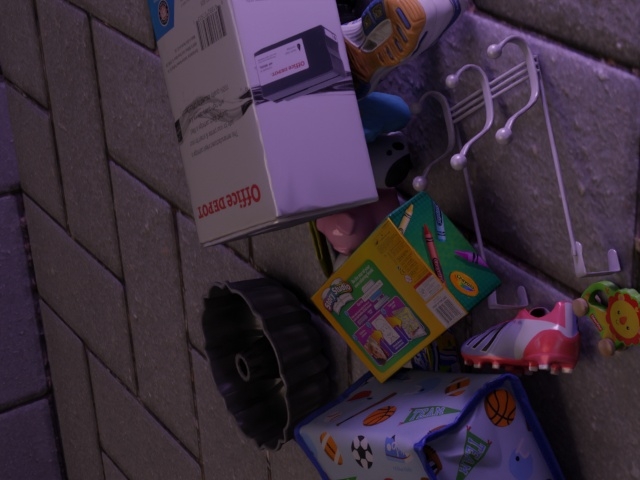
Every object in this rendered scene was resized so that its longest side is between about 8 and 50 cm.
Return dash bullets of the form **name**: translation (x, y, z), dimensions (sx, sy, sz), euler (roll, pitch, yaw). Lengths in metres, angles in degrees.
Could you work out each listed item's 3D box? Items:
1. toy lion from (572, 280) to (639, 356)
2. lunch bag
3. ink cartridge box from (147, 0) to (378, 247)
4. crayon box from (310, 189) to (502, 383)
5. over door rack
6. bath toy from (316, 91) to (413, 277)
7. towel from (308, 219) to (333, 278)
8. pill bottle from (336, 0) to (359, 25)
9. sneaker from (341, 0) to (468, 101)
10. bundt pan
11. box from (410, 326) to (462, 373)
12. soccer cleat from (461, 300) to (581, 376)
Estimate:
- **toy lion**: translation (0.368, 0.091, 1.703), dimensions (0.100, 0.034, 0.096), euler (59, 143, 24)
- **lunch bag**: translation (0.197, 0.380, 1.957), dimensions (0.327, 0.239, 0.386), euler (-5, 115, 60)
- **ink cartridge box**: translation (-0.089, -0.209, 1.906), dimensions (0.285, 0.166, 0.395), euler (-15, 86, 63)
- **crayon box**: translation (0.111, 0.070, 1.900), dimensions (0.165, 0.081, 0.278), euler (50, 146, 6)
- **over door rack**: translation (0.229, -0.071, 1.774), dimensions (0.239, 0.108, 0.324), euler (-29, 81, 63)
- **bath toy**: translation (0.060, -0.043, 2.036), dimensions (0.129, 0.151, 0.348), euler (-89, -2, -54)
- **towel**: translation (0.000, 0.000, 2.203), dimensions (0.237, 0.021, 0.102), euler (67, -172, -81)
- **pill bottle**: translation (-0.022, -0.379, 2.031), dimensions (0.219, 0.122, 0.123), euler (65, 152, 14)
- **sneaker**: translation (0.092, -0.270, 1.880), dimensions (0.296, 0.131, 0.112), euler (-17, 99, 59)
- **bundt pan**: translation (-0.091, 0.213, 2.517), dimensions (0.331, 0.124, 0.331), euler (41, 140, 46)
- **box**: translation (0.161, 0.129, 2.076), dimensions (0.059, 0.054, 0.169), euler (5, 110, 60)
- **soccer cleat**: translation (0.273, 0.134, 1.868), dimensions (0.248, 0.083, 0.095), euler (169, 113, -67)
